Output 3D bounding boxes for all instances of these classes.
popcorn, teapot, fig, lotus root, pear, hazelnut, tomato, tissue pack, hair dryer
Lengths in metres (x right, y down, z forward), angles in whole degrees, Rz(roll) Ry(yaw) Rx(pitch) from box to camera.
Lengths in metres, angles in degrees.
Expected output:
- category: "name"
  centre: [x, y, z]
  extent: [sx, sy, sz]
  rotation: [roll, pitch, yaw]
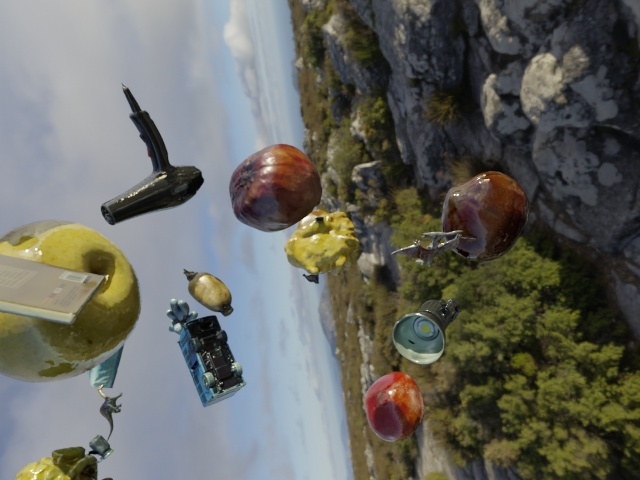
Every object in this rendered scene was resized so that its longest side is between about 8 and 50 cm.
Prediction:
- category: "popcorn"
  centre: [-0.541, 0.546, 0.952]
  extent: [0.218, 0.189, 0.169]
  rotation: [38, -153, -22]
- category: "teapot"
  centre: [-0.775, 0.731, 1.567]
  extent: [0.083, 0.049, 0.063]
  rotation: [48, -172, -2]
- category: "fig"
  centre: [-0.111, -0.130, 1.115]
  extent: [0.263, 0.224, 0.223]
  rotation: [-37, -56, -55]
- category: "lotus root"
  centre: [-0.252, 0.110, 1.004]
  extent: [0.072, 0.152, 0.063]
  rotation: [-42, -16, -41]
- category: "pear"
  centre: [-0.558, 0.127, 0.938]
  extent: [0.348, 0.349, 0.348]
  rotation: [171, 90, -87]
- category: "hazelnut"
  centre: [0.402, -0.062, 1.129]
  extent: [0.229, 0.230, 0.229]
  rotation: [171, 90, -87]
- category: "tomato"
  centre: [0.240, 0.557, 1.536]
  extent: [0.139, 0.200, 0.233]
  rotation: [41, -149, -37]
- category: "popcorn"
  centre: [0.000, 0.000, 1.774]
  extent: [0.280, 0.298, 0.315]
  rotation: [89, 162, -49]
- category: "tissue pack"
  centre: [-0.746, 0.361, 1.564]
  extent: [0.177, 0.089, 0.263]
  rotation: [5, 82, 56]
- category: "hair dryer"
  centre: [-0.376, -0.180, 0.919]
  extent: [0.091, 0.236, 0.271]
  rotation: [5, 119, 41]

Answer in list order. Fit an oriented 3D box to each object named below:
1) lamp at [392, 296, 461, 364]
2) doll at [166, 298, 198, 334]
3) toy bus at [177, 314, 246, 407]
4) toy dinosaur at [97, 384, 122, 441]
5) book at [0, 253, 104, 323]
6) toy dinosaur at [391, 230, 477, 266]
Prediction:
- category: "lamp"
  centre: [0.321, 0.238, 1.293]
  extent: [0.147, 0.172, 0.227]
  rotation: [47, -150, 11]
- category: "doll"
  centre: [-0.481, 0.277, 1.539]
  extent: [0.179, 0.120, 0.075]
  rotation: [94, -175, -50]
- category: "toy bus"
  centre: [-0.257, 0.277, 1.032]
  extent: [0.184, 0.090, 0.106]
  rotation: [60, 138, 22]
- category: "toy dinosaur"
  centre: [-0.531, 0.427, 1.137]
  extent: [0.180, 0.058, 0.037]
  rotation: [34, 135, 55]
- category: "book"
  centre: [-0.488, 0.048, 0.625]
  extent: [0.217, 0.311, 0.021]
  rotation: [-150, 76, -71]
- category: "toy dinosaur"
  centre: [0.264, 0.017, 1.031]
  extent: [0.108, 0.220, 0.032]
  rotation: [98, 156, -44]
